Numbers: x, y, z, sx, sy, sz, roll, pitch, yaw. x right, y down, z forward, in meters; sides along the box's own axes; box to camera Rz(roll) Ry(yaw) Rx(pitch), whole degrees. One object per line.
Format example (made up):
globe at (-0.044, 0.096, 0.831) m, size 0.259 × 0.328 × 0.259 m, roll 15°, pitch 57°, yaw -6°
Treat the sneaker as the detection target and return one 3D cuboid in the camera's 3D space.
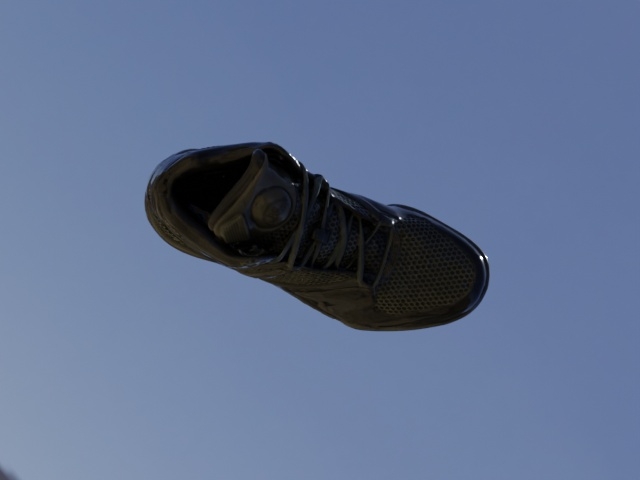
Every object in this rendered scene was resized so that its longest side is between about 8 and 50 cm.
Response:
sneaker at (0.000, 0.000, 1.241) m, size 0.227 × 0.087 × 0.130 m, roll 21°, pitch -2°, yaw -4°
